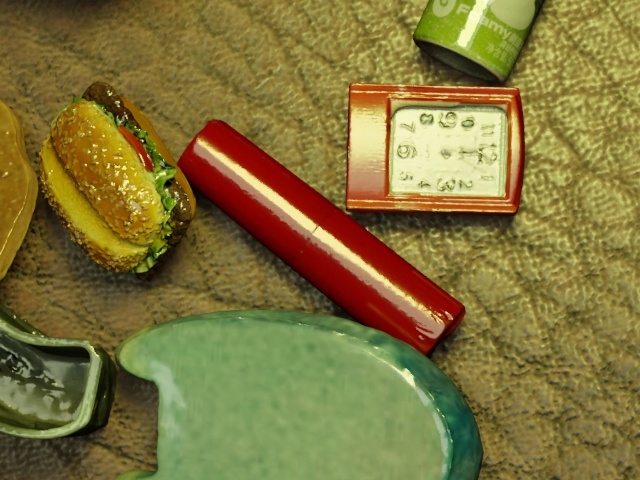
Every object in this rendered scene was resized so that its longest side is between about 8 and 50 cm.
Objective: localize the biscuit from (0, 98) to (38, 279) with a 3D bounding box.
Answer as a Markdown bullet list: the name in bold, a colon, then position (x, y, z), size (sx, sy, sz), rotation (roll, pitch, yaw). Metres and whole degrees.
- **biscuit**: position (-0.323, -0.054, 1.615), size (0.142, 0.029, 0.220), rotation (-25, 63, 4)

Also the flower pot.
- **flower pot**: position (-0.290, 0.102, 1.586), size (0.229, 0.108, 0.103), rotation (21, 86, 7)

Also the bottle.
- **bottle**: position (0.189, -0.303, 1.584), size (0.093, 0.093, 0.330), rotation (25, 87, 8)

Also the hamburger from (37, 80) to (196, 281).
- **hamburger**: position (-0.183, -0.052, 1.574), size (0.166, 0.087, 0.137), rotation (54, 135, 17)

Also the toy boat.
- **toy boat**: position (-0.020, 0.167, 1.563), size (0.330, 0.123, 0.215), rotation (0, 88, 18)

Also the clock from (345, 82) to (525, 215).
- **clock**: position (0.100, -0.077, 1.588), size (0.155, 0.061, 0.113), rotation (2, 84, 3)

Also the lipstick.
- **lipstick**: position (-0.001, 0.001, 1.582), size (0.280, 0.073, 0.073), rotation (39, 89, 6)
